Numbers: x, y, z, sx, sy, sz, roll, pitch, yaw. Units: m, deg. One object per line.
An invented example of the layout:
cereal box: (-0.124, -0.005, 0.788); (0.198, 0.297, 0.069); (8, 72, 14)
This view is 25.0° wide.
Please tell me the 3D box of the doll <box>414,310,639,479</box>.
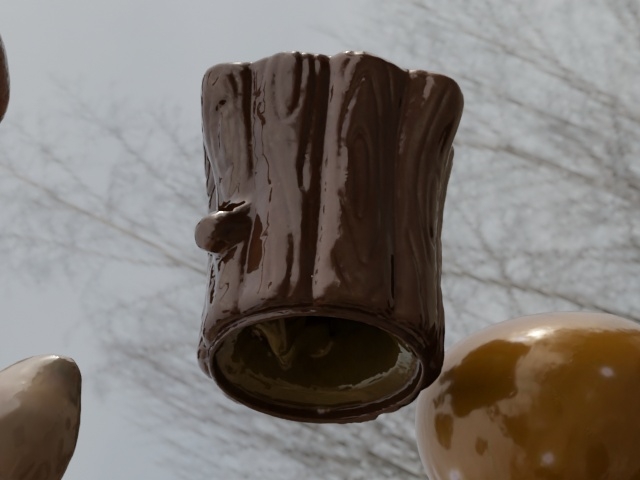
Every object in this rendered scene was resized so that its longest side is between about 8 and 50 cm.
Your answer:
doll: (0.181, 0.174, 1.120); (0.213, 0.214, 0.236); (28, -126, -70)

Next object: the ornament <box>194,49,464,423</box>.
ornament: (0.000, 0.000, 1.063); (0.221, 0.235, 0.217); (32, -135, -35)

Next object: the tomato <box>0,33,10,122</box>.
tomato: (-0.441, -0.180, 1.547); (0.101, 0.228, 0.227); (-113, 35, -62)

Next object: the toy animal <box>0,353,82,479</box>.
toy animal: (-0.252, 0.163, 0.653); (0.269, 0.326, 0.237); (-38, 10, 35)
